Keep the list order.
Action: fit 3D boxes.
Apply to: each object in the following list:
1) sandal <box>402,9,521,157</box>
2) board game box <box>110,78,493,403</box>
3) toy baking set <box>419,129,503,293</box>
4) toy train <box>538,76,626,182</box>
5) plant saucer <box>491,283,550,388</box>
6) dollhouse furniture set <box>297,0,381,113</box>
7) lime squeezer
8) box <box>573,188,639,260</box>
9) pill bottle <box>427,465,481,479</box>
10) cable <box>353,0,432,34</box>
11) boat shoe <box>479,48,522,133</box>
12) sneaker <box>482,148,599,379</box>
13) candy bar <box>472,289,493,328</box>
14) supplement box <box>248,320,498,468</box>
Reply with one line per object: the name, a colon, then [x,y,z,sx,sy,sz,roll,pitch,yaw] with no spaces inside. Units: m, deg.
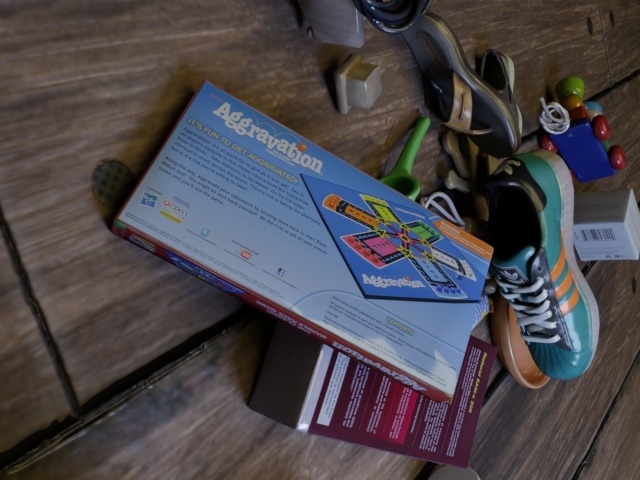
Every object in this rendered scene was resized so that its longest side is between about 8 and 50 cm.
sandal: [0.159,-0.176,0.777,0.060,0.090,0.219,-49,118,-14]
board game box: [0.000,0.000,0.509,0.281,0.027,0.145,29,62,-9]
toy baking set: [0.193,-0.030,0.845,0.197,0.030,0.256,43,51,-32]
toy train: [0.415,-0.215,1.070,0.248,0.105,0.143,38,49,-41]
plant saucer: [0.301,0.114,0.947,0.200,0.037,0.200,7,82,-50]
dollhouse furniture set: [0.022,-0.368,0.657,0.303,0.174,0.355,-53,148,-37]
lime squeezer: [0.087,-0.017,0.696,0.110,0.059,0.310,26,67,-45]
box: [0.507,-0.026,1.150,0.102,0.101,0.087,52,50,-35]
pill bottle: [0.179,0.334,0.746,0.087,0.087,0.160,-54,125,-37]
cable: [0.073,-0.269,0.561,0.184,0.047,0.150,-56,149,-33]
boat shoe: [0.243,-0.194,0.901,0.049,0.056,0.152,13,67,-43]
sneaker: [0.261,0.043,0.811,0.121,0.108,0.302,-19,100,-37]
candy bar: [0.181,0.107,0.823,0.161,0.018,0.040,-31,110,-46]
supplement box: [0.061,0.127,0.609,0.239,0.073,0.130,27,76,-38]
